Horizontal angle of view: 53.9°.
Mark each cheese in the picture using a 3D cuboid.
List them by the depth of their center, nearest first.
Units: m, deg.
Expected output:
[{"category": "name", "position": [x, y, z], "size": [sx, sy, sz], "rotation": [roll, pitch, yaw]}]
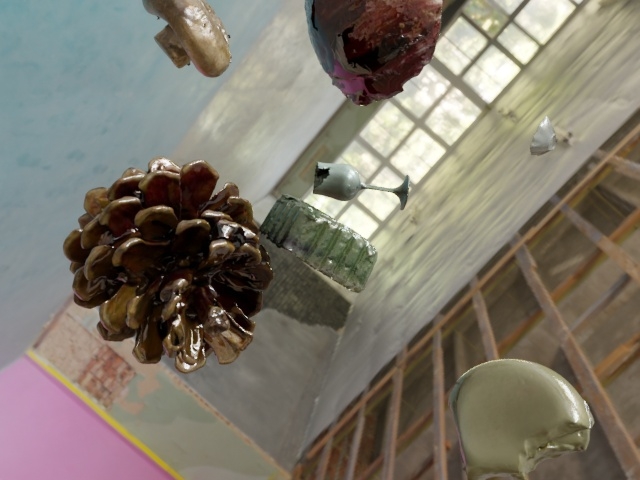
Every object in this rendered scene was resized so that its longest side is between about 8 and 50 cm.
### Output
[{"category": "cheese", "position": [0.283, 0.256, 0.905], "size": [0.202, 0.091, 0.175], "rotation": [-16, -122, 25]}]

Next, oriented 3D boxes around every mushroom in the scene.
[{"category": "mushroom", "position": [-0.320, -0.501, 1.420], "size": [0.156, 0.286, 0.151], "rotation": [-42, 163, 2]}]

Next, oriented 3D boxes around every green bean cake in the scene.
[{"category": "green bean cake", "position": [0.000, 0.000, 1.108], "size": [0.094, 0.181, 0.173], "rotation": [-59, -156, 1]}]

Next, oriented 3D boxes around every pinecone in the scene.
[{"category": "pinecone", "position": [-0.229, 0.062, 1.074], "size": [0.384, 0.384, 0.384], "rotation": [-49, -179, 1]}]

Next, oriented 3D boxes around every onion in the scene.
[{"category": "onion", "position": [0.082, -0.409, 1.194], "size": [0.314, 0.280, 0.146], "rotation": [-11, -176, 36]}]

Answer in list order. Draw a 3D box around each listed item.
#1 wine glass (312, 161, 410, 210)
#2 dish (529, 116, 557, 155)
[{"category": "wine glass", "position": [0.082, -0.115, 1.307], "size": [0.079, 0.195, 0.079], "rotation": [-172, -90, -87]}, {"category": "dish", "position": [0.562, -0.245, 1.563], "size": [0.091, 0.039, 0.137], "rotation": [-63, 151, 2]}]
